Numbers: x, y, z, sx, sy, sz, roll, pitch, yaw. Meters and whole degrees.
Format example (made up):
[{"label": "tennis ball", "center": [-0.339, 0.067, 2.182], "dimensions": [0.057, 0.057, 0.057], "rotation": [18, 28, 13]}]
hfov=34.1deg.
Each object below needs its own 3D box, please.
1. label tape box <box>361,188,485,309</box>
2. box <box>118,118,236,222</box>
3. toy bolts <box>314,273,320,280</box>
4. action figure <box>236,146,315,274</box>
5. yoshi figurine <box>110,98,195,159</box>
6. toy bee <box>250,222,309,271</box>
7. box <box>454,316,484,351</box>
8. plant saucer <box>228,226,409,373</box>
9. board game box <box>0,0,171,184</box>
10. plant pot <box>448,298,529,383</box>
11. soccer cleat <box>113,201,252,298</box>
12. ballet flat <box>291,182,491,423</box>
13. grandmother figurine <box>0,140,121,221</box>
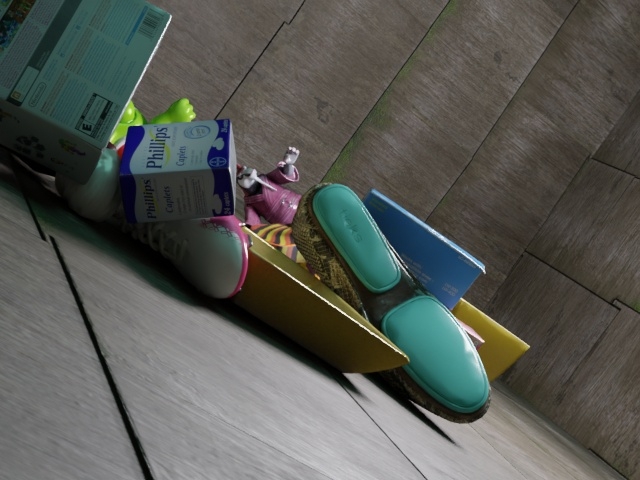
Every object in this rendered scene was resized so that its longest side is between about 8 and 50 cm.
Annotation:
[{"label": "label tape box", "center": [0.165, 0.017, 1.957], "dimensions": [0.249, 0.115, 0.347], "rotation": [34, 4, 0]}, {"label": "box", "center": [-0.178, -0.090, 1.317], "dimensions": [0.137, 0.072, 0.126], "rotation": [-5, 35, 0]}, {"label": "toy bolts", "center": [0.107, 0.133, 2.378], "dimensions": [0.158, 0.218, 0.228], "rotation": [-94, 164, -70]}, {"label": "action figure", "center": [-0.079, -0.086, 2.663], "dimensions": [0.370, 0.248, 0.276], "rotation": [38, 1, 0]}, {"label": "yoshi figurine", "center": [-0.354, -0.219, 2.134], "dimensions": [0.362, 0.203, 0.203], "rotation": [38, -5, -17]}, {"label": "toy bee", "center": [0.000, 0.000, 2.315], "dimensions": [0.162, 0.298, 0.195], "rotation": [49, -21, 42]}, {"label": "box", "center": [0.134, 0.153, 1.947], "dimensions": [0.300, 0.154, 0.142], "rotation": [36, 2, -5]}, {"label": "plant saucer", "center": [-0.068, 0.068, 1.542], "dimensions": [0.333, 0.081, 0.333], "rotation": [36, 2, -32]}, {"label": "board game box", "center": [-0.363, -0.238, 1.241], "dimensions": [0.303, 0.224, 0.097], "rotation": [28, -32, -12]}, {"label": "plant pot", "center": [0.288, 0.224, 2.285], "dimensions": [0.212, 0.187, 0.212], "rotation": [34, 3, -21]}, {"label": "soccer cleat", "center": [-0.203, -0.017, 1.374], "dimensions": [0.143, 0.116, 0.331], "rotation": [7, 20, -29]}, {"label": "ballet flat", "center": [0.107, 0.122, 1.767], "dimensions": [0.483, 0.164, 0.182], "rotation": [54, -33, 17]}, {"label": "grandmother figurine", "center": [-0.362, -0.132, 1.388], "dimensions": [0.208, 0.104, 0.342], "rotation": [-5, 34, -42]}]
